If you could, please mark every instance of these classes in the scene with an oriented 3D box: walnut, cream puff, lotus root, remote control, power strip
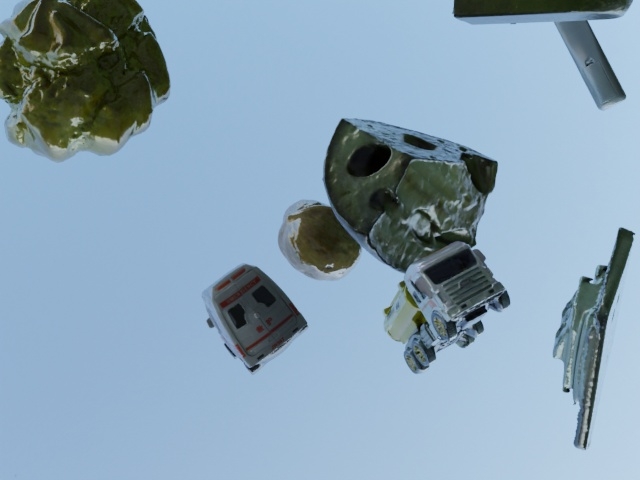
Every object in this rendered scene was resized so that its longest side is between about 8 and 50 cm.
[{"bbox_3d":[0.000,0.000,1.295,0.166,0.149,0.166,41,-155,-24],"label":"walnut"},{"bbox_3d":[-0.272,-0.200,0.802,0.194,0.195,0.221,31,-126,-11],"label":"cream puff"},{"bbox_3d":[0.119,-0.067,1.008,0.314,0.142,0.210,16,-83,-53],"label":"lotus root"},{"bbox_3d":[0.458,-0.311,1.203,0.027,0.050,0.184,-24,-94,-54],"label":"remote control"},{"bbox_3d":[0.318,0.112,0.847,0.064,0.213,0.198,12,-145,24],"label":"power strip"}]

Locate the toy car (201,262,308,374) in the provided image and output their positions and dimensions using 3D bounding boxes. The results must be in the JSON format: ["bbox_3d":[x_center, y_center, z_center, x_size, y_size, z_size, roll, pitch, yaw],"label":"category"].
[{"bbox_3d":[-0.090,0.083,0.838,0.089,0.209,0.108,-39,-83,-12],"label":"toy car"}]

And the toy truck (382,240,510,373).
[{"bbox_3d":[0.145,0.086,0.897,0.098,0.227,0.114,-26,-110,-17],"label":"toy truck"}]

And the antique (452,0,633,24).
[{"bbox_3d":[0.290,-0.329,0.913,0.080,0.220,0.081,-14,-71,-57],"label":"antique"}]
